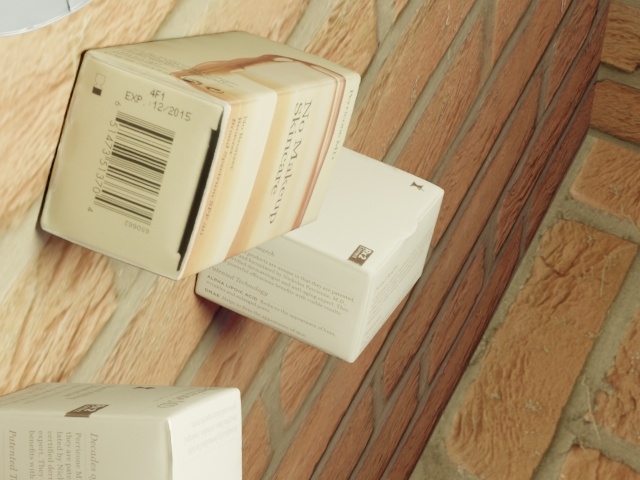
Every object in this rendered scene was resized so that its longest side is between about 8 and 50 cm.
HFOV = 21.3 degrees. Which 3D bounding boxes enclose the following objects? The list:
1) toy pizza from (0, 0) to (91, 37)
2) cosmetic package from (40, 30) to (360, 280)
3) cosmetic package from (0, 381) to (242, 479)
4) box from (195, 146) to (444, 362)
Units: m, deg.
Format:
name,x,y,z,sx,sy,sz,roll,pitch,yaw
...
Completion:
name,x,y,z,sx,sy,sz,roll,pitch,yaw
toy pizza,-0.171,-0.208,1.028,0.201,0.032,0.201,-33,153,-20
cosmetic package,-0.088,-0.078,1.385,0.296,0.129,0.153,-29,137,-67
cosmetic package,-0.169,0.195,1.313,0.151,0.184,0.151,-14,103,-72
box,0.000,0.000,1.690,0.181,0.182,0.119,-48,157,-50
